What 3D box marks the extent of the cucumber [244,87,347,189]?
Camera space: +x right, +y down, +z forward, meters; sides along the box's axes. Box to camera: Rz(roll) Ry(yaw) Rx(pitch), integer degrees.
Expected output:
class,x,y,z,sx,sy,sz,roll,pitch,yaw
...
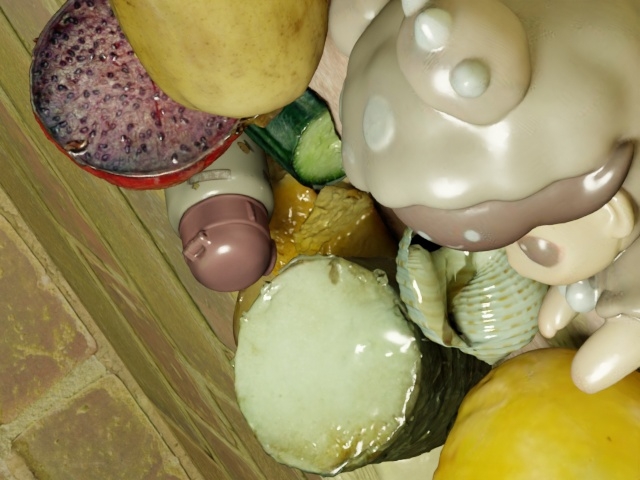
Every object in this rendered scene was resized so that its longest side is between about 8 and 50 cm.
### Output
class,x,y,z,sx,sy,sz,roll,pitch,yaw
cucumber,-0.029,-0.104,1.865,0.115,0.062,0.116,45,165,42

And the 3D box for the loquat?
class,x,y,z,sx,sy,sz,roll,pitch,yaw
loquat,0.213,0.205,1.591,0.244,0.244,0.244,47,166,15

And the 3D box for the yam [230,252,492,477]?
class,x,y,z,sx,sy,sz,roll,pitch,yaw
yam,0.042,0.109,1.760,0.195,0.195,0.300,47,-169,14

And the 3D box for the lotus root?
class,x,y,z,sx,sy,sz,roll,pitch,yaw
lotus root,-0.100,-0.238,1.533,0.183,0.183,0.310,34,153,50

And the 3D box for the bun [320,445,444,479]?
class,x,y,z,sx,sy,sz,roll,pitch,yaw
bun,0.098,0.237,2.163,0.259,0.160,0.259,50,154,36

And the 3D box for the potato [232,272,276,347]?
class,x,y,z,sx,sy,sz,roll,pitch,yaw
potato,-0.046,0.117,2.392,0.202,0.117,0.182,52,169,-9

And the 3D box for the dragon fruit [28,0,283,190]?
class,x,y,z,sx,sy,sz,roll,pitch,yaw
dragon fruit,-0.159,-0.136,1.848,0.148,0.224,0.218,79,166,-70

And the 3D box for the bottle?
class,x,y,z,sx,sy,sz,roll,pitch,yaw
bottle,-0.103,-0.053,1.928,0.110,0.110,0.233,67,-172,-49

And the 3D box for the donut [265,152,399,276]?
class,x,y,z,sx,sy,sz,roll,pitch,yaw
donut,0.005,0.004,1.990,0.152,0.101,0.259,52,164,-30

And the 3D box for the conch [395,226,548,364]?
class,x,y,z,sx,sy,sz,roll,pitch,yaw
conch,0.118,0.032,1.601,0.102,0.135,0.153,-28,86,55

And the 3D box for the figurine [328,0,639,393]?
class,x,y,z,sx,sy,sz,roll,pitch,yaw
figurine,0.165,-0.040,1.172,0.380,0.203,0.248,41,-175,-19
